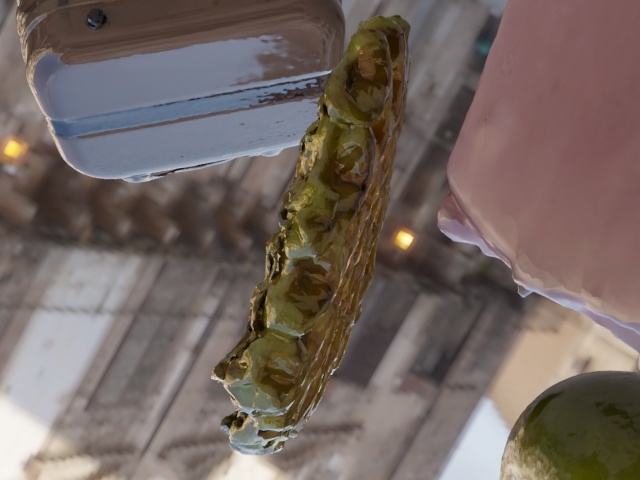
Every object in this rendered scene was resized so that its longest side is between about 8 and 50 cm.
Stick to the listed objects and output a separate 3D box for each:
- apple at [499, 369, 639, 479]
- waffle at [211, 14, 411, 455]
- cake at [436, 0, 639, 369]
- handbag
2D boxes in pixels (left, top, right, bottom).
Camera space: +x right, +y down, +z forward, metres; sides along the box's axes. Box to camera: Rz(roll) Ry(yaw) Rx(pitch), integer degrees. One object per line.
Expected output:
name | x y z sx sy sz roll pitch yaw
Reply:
apple | 0.205 0.182 1.148 0.157 0.196 0.196 -6 -157 -20
waffle | 0.002 0.001 0.939 0.052 0.245 0.254 18 171 6
cake | 0.263 -0.054 0.749 0.307 0.293 0.314 12 -172 -35
handbag | -0.125 -0.160 1.661 0.283 0.302 0.149 87 170 -54
